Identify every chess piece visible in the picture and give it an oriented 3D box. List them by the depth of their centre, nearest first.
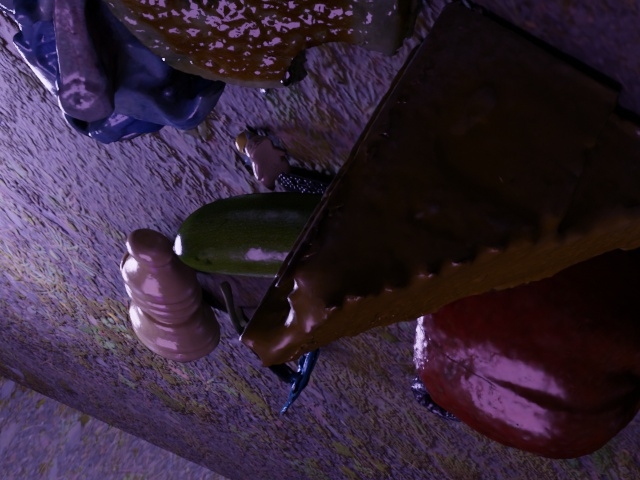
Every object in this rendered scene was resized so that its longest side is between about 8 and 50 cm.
[{"bbox_3d":[-0.236,0.073,2.364,0.139,0.124,0.307,56,167,23],"label":"chess piece"}]

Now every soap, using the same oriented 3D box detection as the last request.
[{"bbox_3d":[0.144,0.019,1.329,0.304,0.339,0.169,31,162,0],"label":"soap"}]

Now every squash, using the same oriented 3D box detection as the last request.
[{"bbox_3d":[0.000,0.000,1.786,0.395,0.107,0.107,5,151,30],"label":"squash"}]

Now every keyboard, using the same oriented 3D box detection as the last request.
[{"bbox_3d":[0.010,-0.058,1.821,0.155,0.010,0.053,15,157,35],"label":"keyboard"}]

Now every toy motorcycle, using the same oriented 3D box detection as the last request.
[{"bbox_3d":[-0.183,-0.190,1.506,0.241,0.182,0.319,19,157,27],"label":"toy motorcycle"}]

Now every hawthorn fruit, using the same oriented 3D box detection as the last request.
[{"bbox_3d":[0.225,0.100,1.577,0.261,0.258,0.258,-5,152,9],"label":"hawthorn fruit"}]

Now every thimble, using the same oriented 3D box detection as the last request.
[{"bbox_3d":[0.184,0.208,2.153,0.104,0.066,0.095,15,154,34],"label":"thimble"}]

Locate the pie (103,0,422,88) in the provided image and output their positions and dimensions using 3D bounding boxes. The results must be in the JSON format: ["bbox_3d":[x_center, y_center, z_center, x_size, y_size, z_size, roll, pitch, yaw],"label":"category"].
[{"bbox_3d":[-0.061,-0.234,1.308,0.302,0.067,0.302,9,146,6],"label":"pie"}]

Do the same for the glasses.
[{"bbox_3d":[-0.064,0.140,2.350,0.207,0.102,0.239,56,164,9],"label":"glasses"}]

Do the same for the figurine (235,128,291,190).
[{"bbox_3d":[-0.073,-0.098,1.796,0.050,0.047,0.083,29,159,34],"label":"figurine"}]

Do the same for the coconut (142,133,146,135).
[{"bbox_3d":[-0.219,-0.162,1.781,0.087,0.088,0.096,27,166,6],"label":"coconut"}]
